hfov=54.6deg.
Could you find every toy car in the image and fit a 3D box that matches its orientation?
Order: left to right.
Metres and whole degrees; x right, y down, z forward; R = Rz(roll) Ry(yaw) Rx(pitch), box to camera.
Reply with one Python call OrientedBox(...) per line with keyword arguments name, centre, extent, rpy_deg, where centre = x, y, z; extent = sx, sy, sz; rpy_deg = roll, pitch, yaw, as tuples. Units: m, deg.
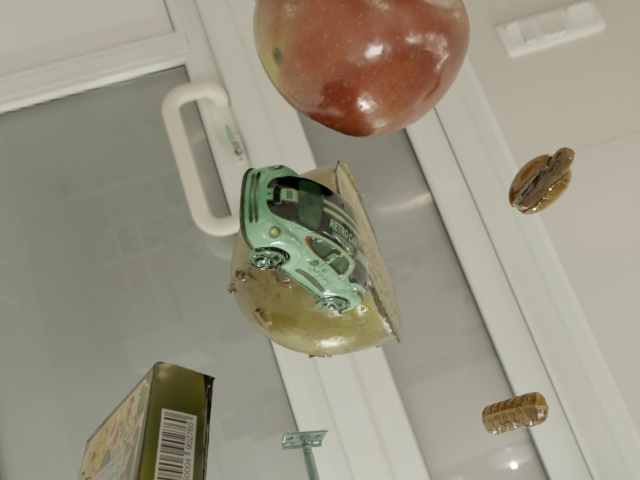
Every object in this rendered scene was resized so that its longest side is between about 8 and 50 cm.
OrientedBox(name="toy car", centre=(0.000, 0.000, 0.926), extent=(0.125, 0.136, 0.306), rpy_deg=(-19, 144, 27))

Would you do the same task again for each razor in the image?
OrientedBox(name="razor", centre=(-0.011, 0.538, 1.399), extent=(0.106, 0.232, 0.068), rpy_deg=(1, 131, -21))

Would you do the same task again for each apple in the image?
OrientedBox(name="apple", centre=(0.067, -0.337, 0.997), extent=(0.348, 0.349, 0.277), rpy_deg=(-6, 155, -40))

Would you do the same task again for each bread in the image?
OrientedBox(name="bread", centre=(0.322, 0.289, 1.031), extent=(0.044, 0.052, 0.157), rpy_deg=(-6, 158, -22))

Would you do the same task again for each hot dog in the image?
OrientedBox(name="hot dog", centre=(0.396, -0.104, 1.097), extent=(0.140, 0.090, 0.060), rpy_deg=(-45, -165, 20))

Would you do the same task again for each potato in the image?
OrientedBox(name="potato", centre=(-0.026, 0.059, 1.354), extent=(0.319, 0.385, 0.442), rpy_deg=(-18, -155, 12))

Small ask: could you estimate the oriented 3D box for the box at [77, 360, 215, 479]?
OrientedBox(name="box", centre=(-0.370, 0.501, 1.220), extent=(0.138, 0.373, 0.420), rpy_deg=(24, 130, -26))
